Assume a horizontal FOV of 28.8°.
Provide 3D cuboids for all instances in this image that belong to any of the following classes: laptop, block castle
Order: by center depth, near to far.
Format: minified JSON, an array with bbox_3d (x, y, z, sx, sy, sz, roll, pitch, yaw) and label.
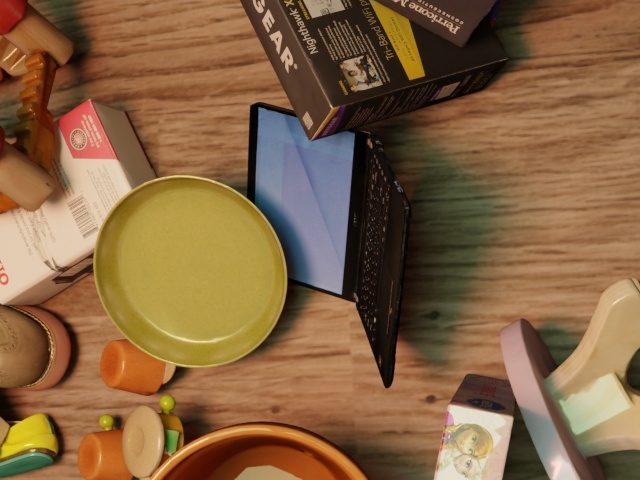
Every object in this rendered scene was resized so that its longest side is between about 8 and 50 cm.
[{"bbox_3d":[0.000,0.000,1.409,0.136,0.264,0.234,-3,122,-10],"label":"laptop"},{"bbox_3d":[-0.548,-0.156,1.570,0.453,0.213,0.303,-15,56,26],"label":"block castle"}]

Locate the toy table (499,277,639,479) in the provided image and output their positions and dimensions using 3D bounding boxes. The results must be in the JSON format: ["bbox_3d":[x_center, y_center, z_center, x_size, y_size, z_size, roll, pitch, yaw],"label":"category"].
[{"bbox_3d":[0.304,0.162,1.295,0.160,0.252,0.274,-30,47,14],"label":"toy table"}]

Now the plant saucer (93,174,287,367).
[{"bbox_3d":[-0.154,0.035,1.504,0.240,0.037,0.241,3,106,10],"label":"plant saucer"}]

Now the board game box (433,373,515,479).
[{"bbox_3d":[0.144,0.311,1.291,0.065,0.318,0.319,10,90,10],"label":"board game box"}]

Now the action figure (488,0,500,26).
[{"bbox_3d":[0.204,-0.295,1.460,0.038,0.030,0.115,23,93,25],"label":"action figure"}]

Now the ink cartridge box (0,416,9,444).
[{"bbox_3d":[-0.478,0.221,1.587,0.099,0.135,0.056,-2,50,29],"label":"ink cartridge box"}]

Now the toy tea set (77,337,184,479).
[{"bbox_3d":[-0.214,0.287,1.561,0.200,0.124,0.336,21,99,50],"label":"toy tea set"}]

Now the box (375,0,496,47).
[{"bbox_3d":[0.087,-0.416,1.263,0.343,0.312,0.179,27,58,-8],"label":"box"}]

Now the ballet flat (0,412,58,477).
[{"bbox_3d":[-0.449,0.289,1.658,0.231,0.077,0.077,-22,58,15],"label":"ballet flat"}]

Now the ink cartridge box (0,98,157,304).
[{"bbox_3d":[-0.333,-0.045,1.609,0.237,0.100,0.172,-30,77,16],"label":"ink cartridge box"}]

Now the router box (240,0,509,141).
[{"bbox_3d":[0.037,-0.288,1.415,0.242,0.081,0.309,-18,75,-27],"label":"router box"}]

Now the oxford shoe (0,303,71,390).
[{"bbox_3d":[-0.526,0.104,1.645,0.396,0.146,0.141,8,89,25],"label":"oxford shoe"}]

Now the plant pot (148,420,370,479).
[{"bbox_3d":[-0.061,0.340,1.404,0.290,0.203,0.291,0,89,2],"label":"plant pot"}]
